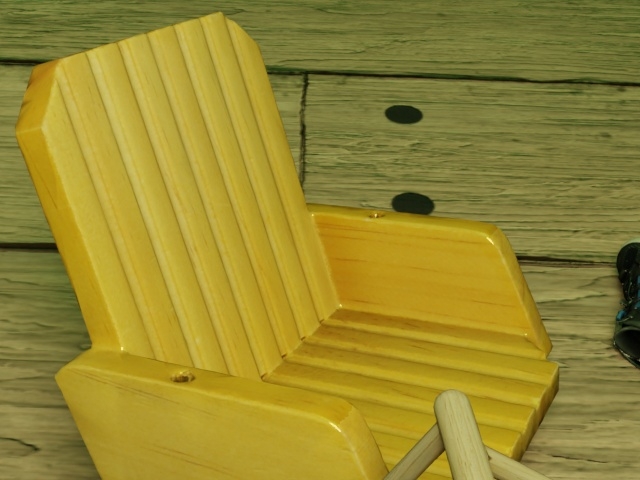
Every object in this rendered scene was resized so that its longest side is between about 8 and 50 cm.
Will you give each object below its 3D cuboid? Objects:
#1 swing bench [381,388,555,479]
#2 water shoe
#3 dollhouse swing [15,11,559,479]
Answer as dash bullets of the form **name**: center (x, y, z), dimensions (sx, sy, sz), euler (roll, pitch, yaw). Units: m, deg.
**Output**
- **swing bench**: center (0.058, 0.263, 0.511), dimensions (0.165, 0.253, 0.254), euler (27, 34, -12)
- **water shoe**: center (0.306, 0.067, 0.973), dimensions (0.080, 0.073, 0.203), euler (-7, 37, -9)
- **dollhouse swing**: center (0.000, 0.000, 0.783), dimensions (0.315, 0.304, 0.347), euler (7, 22, 25)
